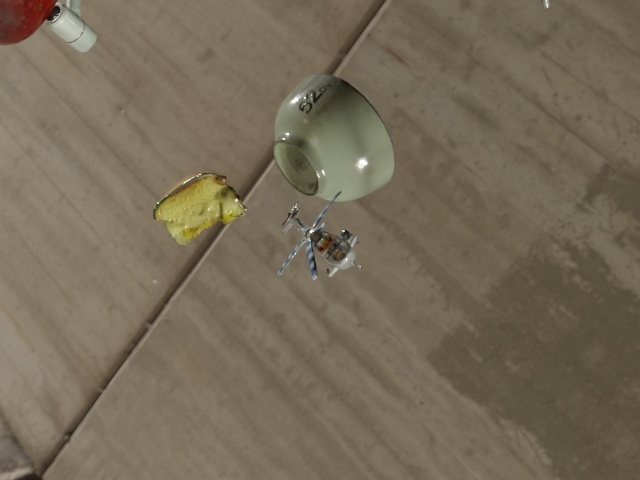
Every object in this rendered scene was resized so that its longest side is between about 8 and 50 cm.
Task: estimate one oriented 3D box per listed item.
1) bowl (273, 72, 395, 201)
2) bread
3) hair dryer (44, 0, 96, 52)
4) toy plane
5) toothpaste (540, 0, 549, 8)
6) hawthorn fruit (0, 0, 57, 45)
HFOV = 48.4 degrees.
[{"bbox_3d":[0.001,-0.234,1.843,0.354,0.185,0.354,38,152,25],"label":"bowl"},{"bbox_3d":[-0.334,-0.112,2.018,0.174,0.251,0.133,53,-159,-23],"label":"bread"},{"bbox_3d":[-0.427,-0.399,1.216,0.082,0.047,0.137,41,-143,-59],"label":"hair dryer"},{"bbox_3d":[-0.007,0.009,1.319,0.107,0.182,0.273,35,162,-18],"label":"toy plane"},{"bbox_3d":[0.428,-0.490,1.382,0.024,0.015,0.083,29,159,47],"label":"toothpaste"},{"bbox_3d":[-0.491,-0.388,1.040,0.215,0.215,0.250,33,-123,-18],"label":"hawthorn fruit"}]
